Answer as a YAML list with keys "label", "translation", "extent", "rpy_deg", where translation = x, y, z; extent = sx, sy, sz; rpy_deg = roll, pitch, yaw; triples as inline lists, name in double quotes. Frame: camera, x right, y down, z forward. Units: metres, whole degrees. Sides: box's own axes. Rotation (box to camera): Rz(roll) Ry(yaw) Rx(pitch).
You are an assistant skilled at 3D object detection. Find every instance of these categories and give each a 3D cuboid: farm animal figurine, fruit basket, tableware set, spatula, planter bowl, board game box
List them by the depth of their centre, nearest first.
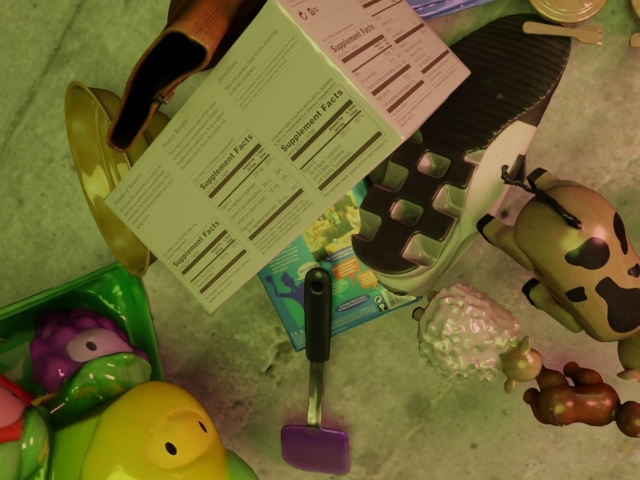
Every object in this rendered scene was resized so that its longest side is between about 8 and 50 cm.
- label: "farm animal figurine"
  translation: [0.295, 0.045, 0.749]
  extent: [0.327, 0.172, 0.330]
  rpy_deg: [31, 96, -25]
- label: "fruit basket"
  translation: [-0.243, 0.189, 0.806]
  extent: [0.393, 0.392, 0.282]
  rpy_deg: [-10, 100, 9]
- label: "tableware set"
  translation: [0.300, -0.250, 0.814]
  extent: [0.194, 0.039, 0.128]
  rpy_deg: [8, 81, 0]
- label: "planter bowl"
  translation: [-0.193, -0.076, 0.866]
  extent: [0.090, 0.217, 0.217]
  rpy_deg: [-21, 100, -26]
- label: "board game box"
  translation: [0.000, 0.000, 0.901]
  extent: [0.160, 0.047, 0.210]
  rpy_deg: [-24, 98, 12]
- label: "spatula"
  translation: [-0.005, 0.159, 0.906]
  extent: [0.084, 0.030, 0.296]
  rpy_deg: [4, 116, 7]

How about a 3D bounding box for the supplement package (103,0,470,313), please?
- label: "supplement package"
  translation: [-0.028, -0.095, 0.718]
  extent: [0.145, 0.204, 0.262]
  rpy_deg: [47, 125, -3]

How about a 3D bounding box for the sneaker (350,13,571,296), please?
- label: "sneaker"
  translation: [0.152, -0.086, 0.842]
  extent: [0.123, 0.146, 0.330]
  rpy_deg: [31, 81, 27]

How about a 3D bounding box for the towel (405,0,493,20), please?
- label: "towel"
  translation: [0.132, -0.389, 0.734]
  extent: [0.243, 0.040, 0.335]
  rpy_deg: [-16, 103, -7]

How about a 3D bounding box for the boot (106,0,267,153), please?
- label: "boot"
  translation: [-0.114, -0.175, 0.733]
  extent: [0.096, 0.280, 0.264]
  rpy_deg: [36, 140, -21]
